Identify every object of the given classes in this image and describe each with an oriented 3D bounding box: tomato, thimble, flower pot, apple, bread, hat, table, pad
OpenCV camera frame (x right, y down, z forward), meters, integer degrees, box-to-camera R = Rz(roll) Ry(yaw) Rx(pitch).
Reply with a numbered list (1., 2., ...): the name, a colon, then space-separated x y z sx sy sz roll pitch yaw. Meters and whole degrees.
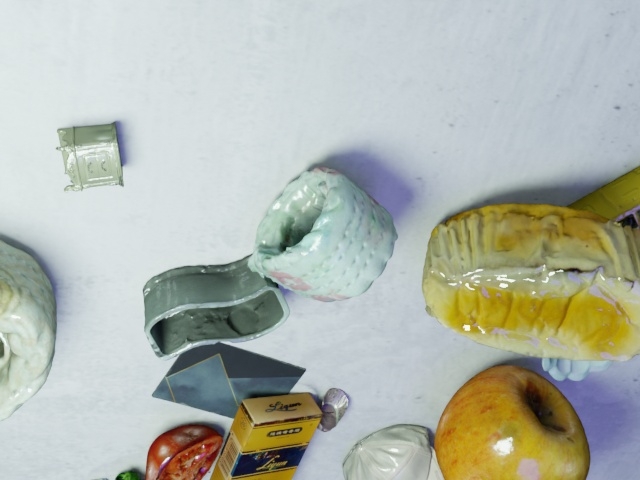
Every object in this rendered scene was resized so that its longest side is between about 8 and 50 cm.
1. tomato: -0.274 0.409 1.556 0.166 0.082 0.174 -11 136 -53
2. thimble: -0.540 0.130 1.221 0.292 0.195 0.291 -7 121 -12
3. flower pot: -0.173 0.102 1.362 0.229 0.108 0.103 -13 127 -8
4. apple: 0.360 0.400 1.624 0.299 0.298 0.275 24 129 -29
5. bread: 0.364 0.062 1.373 0.389 0.183 0.236 11 123 9
6. hat: 0.015 0.327 1.628 0.058 0.042 0.086 17 84 -29
7. hat: 0.166 0.511 1.706 0.219 0.226 0.164 -49 144 16
8. table: -0.326 -0.117 1.187 0.083 0.062 0.079 -7 126 -11
9. thimble: 0.000 0.000 1.291 0.149 0.185 0.211 34 117 -31
10. pad: -0.166 0.263 1.544 0.243 0.004 0.163 22 116 -29

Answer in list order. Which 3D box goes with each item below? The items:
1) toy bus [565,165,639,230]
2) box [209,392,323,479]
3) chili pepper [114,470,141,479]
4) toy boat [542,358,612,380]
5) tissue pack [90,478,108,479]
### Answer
1. toy bus: 0.531 -0.037 1.462 0.336 0.121 0.123 -29 122 7
2. box: -0.109 0.401 1.602 0.152 0.070 0.237 1 127 -34
3. chili pepper: -0.309 0.528 1.633 0.099 0.083 0.253 1 142 38
4. toy boat: 0.520 0.137 1.595 0.200 0.100 0.290 19 119 -28
5. tissue pack: -0.418 0.505 1.593 0.042 0.083 0.062 -1 125 -17
